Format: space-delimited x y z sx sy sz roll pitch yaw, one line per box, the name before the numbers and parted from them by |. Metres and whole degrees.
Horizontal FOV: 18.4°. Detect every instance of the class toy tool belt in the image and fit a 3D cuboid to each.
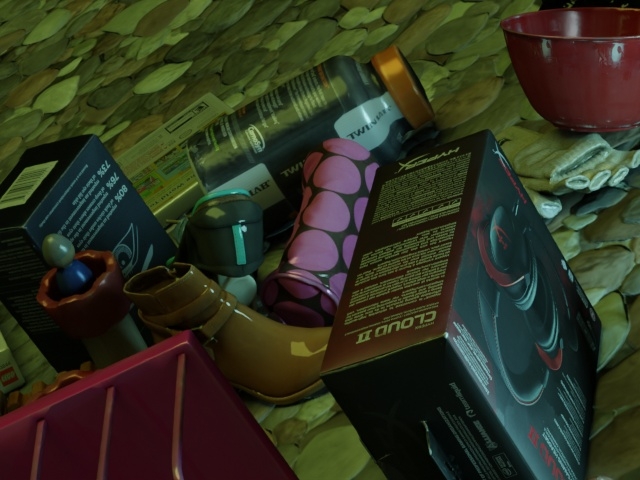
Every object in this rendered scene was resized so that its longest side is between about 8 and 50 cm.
toy tool belt | -0.131 -0.005 2.097 0.083 0.051 0.052 23 88 59

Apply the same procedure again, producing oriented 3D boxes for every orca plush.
orca plush | 0.290 -0.251 1.997 0.151 0.102 0.287 -34 27 -2

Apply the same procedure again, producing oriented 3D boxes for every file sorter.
file sorter | -0.181 0.251 1.577 0.290 0.202 0.182 -25 30 15

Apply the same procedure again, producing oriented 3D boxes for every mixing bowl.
mixing bowl | 0.259 -0.157 1.844 0.181 0.098 0.181 -2 14 0

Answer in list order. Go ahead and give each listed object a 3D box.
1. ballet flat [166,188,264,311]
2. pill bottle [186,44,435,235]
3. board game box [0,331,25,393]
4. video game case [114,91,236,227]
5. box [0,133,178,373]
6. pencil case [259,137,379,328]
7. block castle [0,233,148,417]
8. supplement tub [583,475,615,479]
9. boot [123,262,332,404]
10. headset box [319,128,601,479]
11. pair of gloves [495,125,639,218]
ballet flat | -0.101 0.034 1.918 0.095 0.096 0.280 -13 -13 -8
pill bottle | -0.006 -0.108 2.050 0.245 0.130 0.130 -29 27 9
board game box | -0.454 0.125 2.203 0.193 0.053 0.305 -26 26 -10
video game case | -0.182 -0.077 2.307 0.227 0.026 0.206 -36 27 -7
box | -0.246 0.020 2.015 0.108 0.207 0.153 -10 34 38
pencil case | 0.000 0.000 1.914 0.098 0.095 0.209 -26 29 34
block castle | -0.378 0.192 1.822 0.453 0.213 0.303 -21 29 8
supplement tub | 0.164 0.228 1.348 0.198 0.106 0.106 -27 28 13
boot | -0.075 0.077 1.798 0.197 0.152 0.073 -17 31 29
headset box | 0.114 0.092 1.501 0.110 0.218 0.293 -19 29 25
pair of gloves | 0.163 -0.026 1.835 0.240 0.042 0.204 -40 22 -24
